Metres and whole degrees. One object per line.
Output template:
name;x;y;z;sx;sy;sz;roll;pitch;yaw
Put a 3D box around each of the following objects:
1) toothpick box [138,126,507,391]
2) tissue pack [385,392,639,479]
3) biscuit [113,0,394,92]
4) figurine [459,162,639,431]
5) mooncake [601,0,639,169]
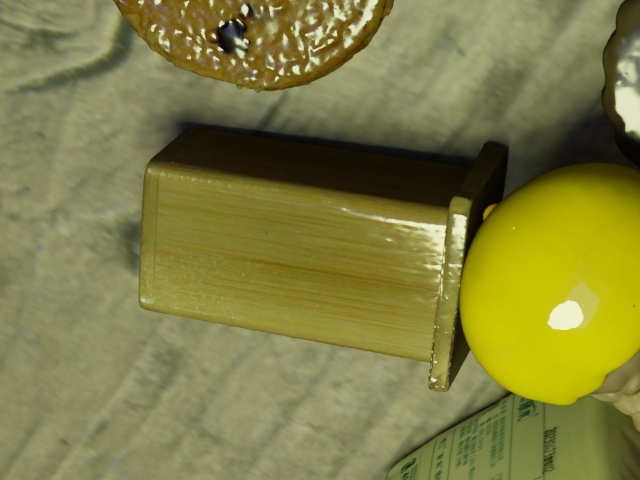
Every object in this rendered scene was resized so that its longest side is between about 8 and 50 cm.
toothpick box;0.000;0.000;1.488;0.308;0.190;0.187;10;113;12
tissue pack;0.200;0.305;1.454;0.297;0.380;0.207;-33;104;21
biscuit;-0.066;-0.273;1.442;0.296;0.075;0.296;5;113;13
figurine;0.272;0.048;1.388;0.343;0.187;0.215;12;110;-42
mooncake;0.360;-0.150;1.390;0.228;0.124;0.228;4;108;13
